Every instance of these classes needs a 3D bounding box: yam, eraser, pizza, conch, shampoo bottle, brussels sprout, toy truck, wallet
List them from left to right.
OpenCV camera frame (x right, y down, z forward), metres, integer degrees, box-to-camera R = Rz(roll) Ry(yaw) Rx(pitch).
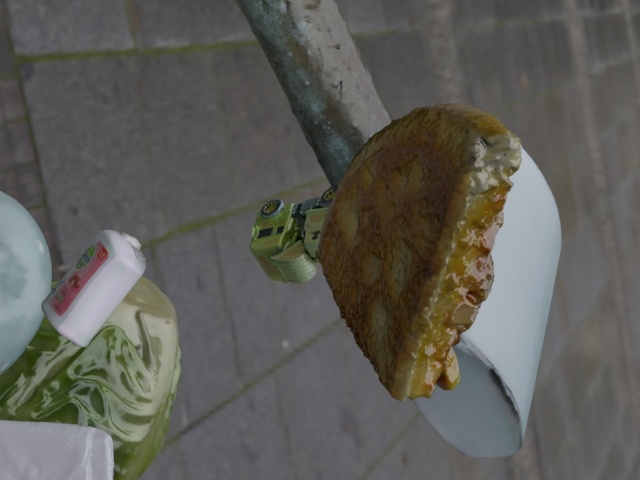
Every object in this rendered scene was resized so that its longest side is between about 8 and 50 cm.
[{"bbox_3d":[-0.380,0.040,1.606,0.185,0.121,0.221,-14,82,-29],"label":"conch"},{"bbox_3d":[-0.300,0.249,1.527,0.032,0.183,0.124,-22,113,-73],"label":"wallet"},{"bbox_3d":[-0.333,0.200,1.922,0.354,0.289,0.281,-55,179,1],"label":"brussels sprout"},{"bbox_3d":[-0.188,0.035,1.242,0.043,0.099,0.072,38,2,-30],"label":"shampoo bottle"},{"bbox_3d":[-0.001,-0.169,1.438,0.259,0.093,0.093,63,22,-9],"label":"yam"},{"bbox_3d":[0.000,0.000,1.893,0.085,0.191,0.116,59,34,-33],"label":"toy truck"},{"bbox_3d":[0.084,-0.034,1.283,0.258,0.087,0.268,-119,-144,-50],"label":"pizza"},{"bbox_3d":[0.169,0.054,1.483,0.189,0.104,0.290,57,37,-35],"label":"eraser"}]
